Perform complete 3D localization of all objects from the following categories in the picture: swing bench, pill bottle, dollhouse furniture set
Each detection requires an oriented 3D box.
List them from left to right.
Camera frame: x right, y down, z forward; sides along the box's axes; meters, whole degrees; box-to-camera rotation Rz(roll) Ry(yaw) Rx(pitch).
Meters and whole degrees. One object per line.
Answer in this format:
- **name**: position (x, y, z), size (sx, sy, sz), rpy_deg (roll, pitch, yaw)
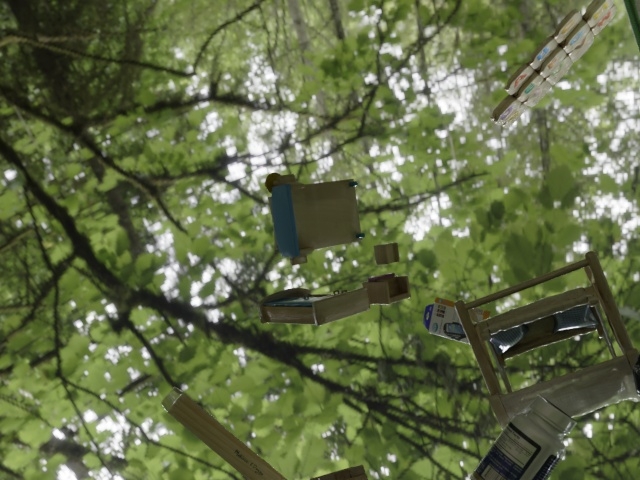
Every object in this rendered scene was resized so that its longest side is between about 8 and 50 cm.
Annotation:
- **dollhouse furniture set**: position (0.000, 0.000, 1.666), size (0.286, 0.304, 0.198), rpy_deg (-12, -175, -39)
- **pill bottle**: position (0.311, 0.324, 1.226), size (0.169, 0.094, 0.094), rpy_deg (-55, -137, 2)
- **swing bench**: position (0.400, 0.189, 1.397), size (0.253, 0.165, 0.255), rpy_deg (-22, -106, 13)

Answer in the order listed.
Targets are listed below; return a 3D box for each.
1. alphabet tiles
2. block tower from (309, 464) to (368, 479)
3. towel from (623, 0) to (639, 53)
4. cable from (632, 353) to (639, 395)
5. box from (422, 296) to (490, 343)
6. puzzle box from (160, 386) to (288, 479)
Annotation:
- **alphabet tiles**: position (0.417, -0.315, 1.444), size (0.021, 0.278, 0.284), rpy_deg (47, -72, 16)
- **block tower**: position (0.072, 0.557, 1.396), size (0.090, 0.097, 0.336), rpy_deg (-10, -121, -18)
- **towel**: position (0.595, -0.407, 1.298), size (0.324, 0.248, 0.038), rpy_deg (-8, 168, -30)
- **cable**: position (0.509, 0.269, 1.218), size (0.047, 0.185, 0.150), rpy_deg (-9, -162, 17)
- **box**: position (0.291, 0.174, 1.743), size (0.136, 0.081, 0.028), rpy_deg (16, -151, 16)
- **puzzle box**: position (-0.161, 0.460, 1.701), size (0.052, 0.409, 0.272), rpy_deg (-50, -173, -15)
